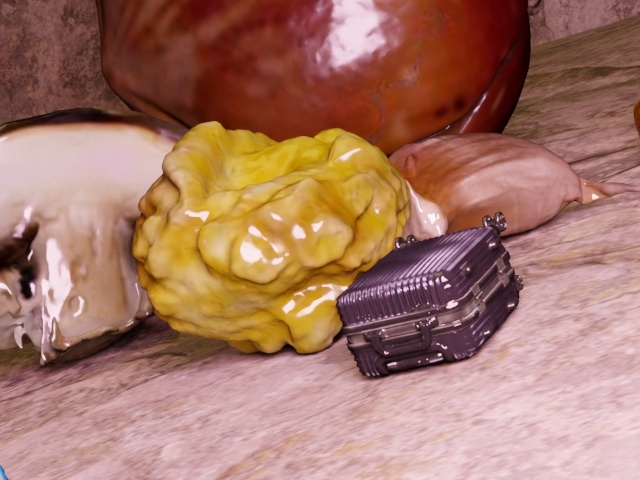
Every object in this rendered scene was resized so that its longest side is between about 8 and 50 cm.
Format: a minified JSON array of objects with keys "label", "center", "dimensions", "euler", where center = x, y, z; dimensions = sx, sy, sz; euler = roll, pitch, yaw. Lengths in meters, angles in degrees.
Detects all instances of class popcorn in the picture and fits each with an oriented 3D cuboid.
[{"label":"popcorn","center":[-0.033,0.003,1.031],"dimensions":[0.198,0.155,0.197],"euler":[2,15,0]}]

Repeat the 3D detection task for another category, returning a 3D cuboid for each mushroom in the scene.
[{"label":"mushroom","center":[-0.201,-0.002,1.261],"dimensions":[0.267,0.189,0.164],"euler":[-24,-4,-23]}]

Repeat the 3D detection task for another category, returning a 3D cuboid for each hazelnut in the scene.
[{"label":"hazelnut","center":[-0.002,-0.214,1.474],"dimensions":[0.402,0.429,0.402],"euler":[-30,-21,-13]}]

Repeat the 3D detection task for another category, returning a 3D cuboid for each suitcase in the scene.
[{"label":"suitcase","center":[0.066,0.033,0.906],"dimensions":[0.086,0.059,0.126],"euler":[-15,9,26]}]

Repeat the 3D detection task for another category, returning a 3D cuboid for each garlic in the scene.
[{"label":"garlic","center":[0.132,-0.033,1.143],"dimensions":[0.198,0.090,0.128],"euler":[-5,11,-24]}]

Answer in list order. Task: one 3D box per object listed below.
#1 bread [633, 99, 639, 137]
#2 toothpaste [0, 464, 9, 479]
[{"label":"bread","center":[0.303,-0.098,1.272],"dimensions":[0.074,0.053,0.132],"euler":[-21,8,5]},{"label":"toothpaste","center":[-0.225,0.043,0.745],"dimensions":[0.050,0.266,0.065],"euler":[-13,13,33]}]
